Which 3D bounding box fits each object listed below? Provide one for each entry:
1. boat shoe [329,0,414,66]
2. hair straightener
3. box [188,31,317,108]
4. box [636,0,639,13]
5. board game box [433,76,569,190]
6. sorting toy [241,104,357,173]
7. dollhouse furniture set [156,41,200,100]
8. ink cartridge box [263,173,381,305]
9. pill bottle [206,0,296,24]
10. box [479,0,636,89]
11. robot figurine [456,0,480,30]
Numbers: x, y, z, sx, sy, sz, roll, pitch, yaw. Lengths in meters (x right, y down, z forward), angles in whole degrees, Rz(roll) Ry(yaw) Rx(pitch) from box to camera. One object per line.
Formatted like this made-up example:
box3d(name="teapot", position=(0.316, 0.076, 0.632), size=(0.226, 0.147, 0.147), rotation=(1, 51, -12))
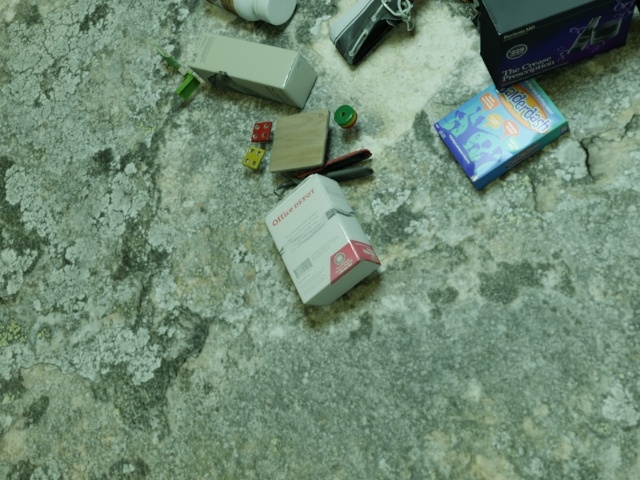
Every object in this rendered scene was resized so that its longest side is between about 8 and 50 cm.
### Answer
box3d(name="boat shoe", position=(0.150, -0.495, 1.702), size=(0.306, 0.113, 0.105), rotation=(-39, 70, 22))
box3d(name="hair straightener", position=(0.005, -0.121, 1.698), size=(0.230, 0.047, 0.089), rotation=(-15, 68, 19))
box3d(name="box", position=(-0.155, -0.387, 1.823), size=(0.275, 0.113, 0.094), rotation=(19, 82, 29))
box3d(name="box", position=(0.720, -0.561, 1.447), size=(0.343, 0.179, 0.313), rotation=(-21, 67, 17))
box3d(name="board game box", position=(0.351, -0.222, 1.575), size=(0.210, 0.047, 0.160), rotation=(-34, 62, 9))
box3d(name="sorting toy", position=(-0.044, -0.206, 1.739), size=(0.274, 0.046, 0.132), rotation=(-5, 66, 31))
box3d(name="dollhouse furniture set", position=(-0.353, -0.402, 1.936), size=(0.058, 0.076, 0.151), rotation=(-47, 62, 3))
box3d(name="ink cartridge box", position=(0.000, 0.000, 1.619), size=(0.158, 0.092, 0.218), rotation=(-39, 63, 24))
box3d(name="pill bottle", position=(-0.172, -0.589, 1.885), size=(0.229, 0.131, 0.131), rotation=(31, 87, 29))
box3d(name="box", position=(0.434, -0.406, 1.490), size=(0.261, 0.184, 0.103), rotation=(-20, 63, 3))
box3d(name="robot figurine", position=(0.344, -0.560, 1.645), size=(0.291, 0.085, 0.211), rotation=(51, 128, 28))
